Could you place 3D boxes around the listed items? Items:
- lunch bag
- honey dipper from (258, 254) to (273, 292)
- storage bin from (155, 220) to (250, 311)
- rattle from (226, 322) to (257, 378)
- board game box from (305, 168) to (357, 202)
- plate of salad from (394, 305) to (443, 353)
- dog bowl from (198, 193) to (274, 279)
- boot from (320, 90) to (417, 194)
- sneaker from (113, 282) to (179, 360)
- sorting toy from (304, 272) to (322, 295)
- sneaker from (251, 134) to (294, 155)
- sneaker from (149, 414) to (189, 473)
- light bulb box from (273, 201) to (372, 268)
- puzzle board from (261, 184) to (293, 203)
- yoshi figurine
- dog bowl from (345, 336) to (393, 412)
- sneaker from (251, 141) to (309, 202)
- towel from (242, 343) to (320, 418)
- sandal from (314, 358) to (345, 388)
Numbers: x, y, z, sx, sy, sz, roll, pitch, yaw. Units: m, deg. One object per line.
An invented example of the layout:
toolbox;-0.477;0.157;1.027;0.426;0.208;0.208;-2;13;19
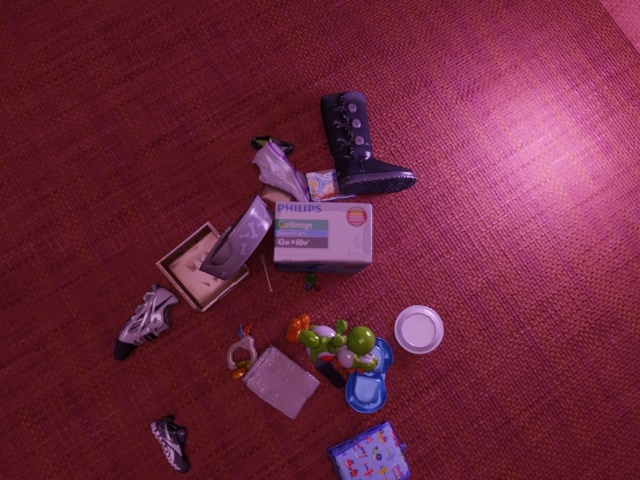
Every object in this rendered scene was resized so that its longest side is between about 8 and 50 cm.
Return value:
lunch bag;0.208;0.863;1.818;0.294;0.138;0.220;-21;80;-16
honey dipper;-0.226;0.140;1.950;0.031;0.030;0.160;-13;85;-5
storage bin;-0.466;0.113;1.892;0.262;0.123;0.260;-41;85;-9
rattle;-0.319;0.429;1.845;0.130;0.143;0.199;13;88;23
board game box;0.046;-0.237;2.020;0.202;0.035;0.136;-11;82;-5
plate of salad;0.408;0.370;1.938;0.200;0.048;0.199;-1;80;7
dog bowl;-0.299;-0.004;1.704;0.102;0.349;0.348;37;80;-14
boot;0.204;-0.429;2.018;0.368;0.146;0.444;-3;68;-22
sneaker;-0.682;0.344;1.843;0.146;0.122;0.330;30;81;4
sorting toy;-0.035;0.190;1.950;0.061;0.042;0.101;-23;70;-22
sneaker;-0.208;-0.410;2.012;0.188;0.078;0.066;11;81;-2
sneaker;-0.558;0.781;1.803;0.106;0.078;0.234;-34;82;-5
light bulb box;0.000;0.000;1.816;0.359;0.361;0.225;1;81;-3
puzzle board;-0.181;-0.205;2.015;0.128;0.011;0.096;19;79;-1
yoshi figurine;0.064;0.372;1.808;0.363;0.202;0.203;20;56;17
dog bowl;0.193;0.537;1.886;0.166;0.074;0.296;11;81;-1
sneaker;-0.166;-0.266;1.983;0.152;0.114;0.305;-38;92;21
towel;-0.151;0.556;1.833;0.282;0.049;0.187;41;80;-18
sandal;0.034;0.529;1.901;0.067;0.040;0.179;-37;99;-3
